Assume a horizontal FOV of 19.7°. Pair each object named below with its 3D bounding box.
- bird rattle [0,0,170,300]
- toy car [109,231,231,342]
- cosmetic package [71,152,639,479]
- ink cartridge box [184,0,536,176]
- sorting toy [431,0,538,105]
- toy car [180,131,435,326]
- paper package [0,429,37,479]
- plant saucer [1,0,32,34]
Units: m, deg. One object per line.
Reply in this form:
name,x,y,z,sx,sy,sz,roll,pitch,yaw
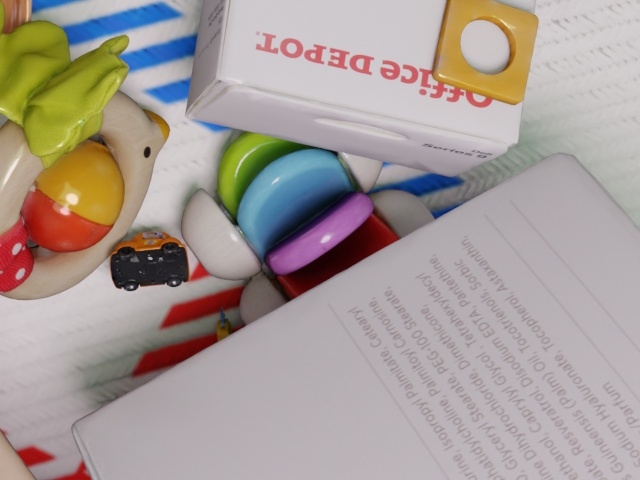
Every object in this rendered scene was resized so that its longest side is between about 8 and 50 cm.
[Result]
bird rattle,-0.189,-0.026,1.256,0.207,0.143,0.253,14,98,-58
toy car,-0.110,0.040,1.354,0.060,0.040,0.122,-20,125,8
cosmetic package,0.108,0.222,1.232,0.394,0.327,0.329,-29,135,-6
ink cartridge box,0.036,-0.207,1.256,0.211,0.121,0.289,12,78,-14
sorting toy,0.135,-0.262,1.205,0.196,0.047,0.347,3,80,-18
toy car,0.000,0.000,1.322,0.159,0.136,0.182,-35,105,-4
paper package,-0.303,0.251,1.142,0.309,0.168,0.325,-40,105,-28
plant saucer,-0.302,-0.166,1.277,0.200,0.037,0.200,-2,100,-11
